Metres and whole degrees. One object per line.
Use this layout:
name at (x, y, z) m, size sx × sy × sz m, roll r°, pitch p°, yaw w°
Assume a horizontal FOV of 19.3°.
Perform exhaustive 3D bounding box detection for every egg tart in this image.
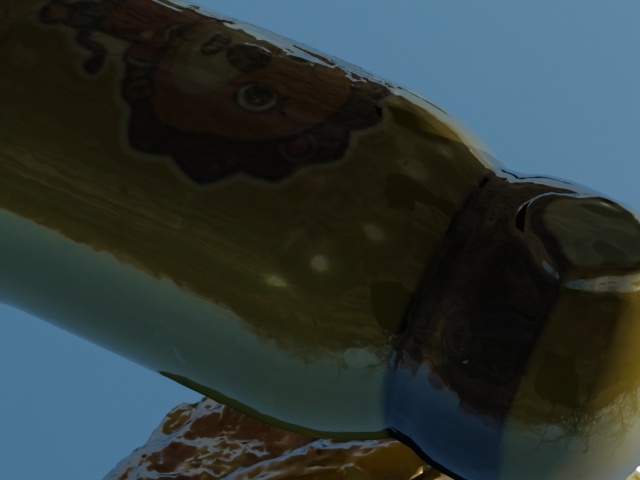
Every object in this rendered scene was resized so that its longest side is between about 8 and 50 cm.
egg tart at (0.041, 0.141, 1.053) m, size 0.351 × 0.153 × 0.339 m, roll -17°, pitch -174°, yaw -37°

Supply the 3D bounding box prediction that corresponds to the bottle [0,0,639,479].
bottle at (0.000, 0.000, 0.851) m, size 0.351 × 0.171 × 0.171 m, roll 22°, pitch -130°, yaw 16°
